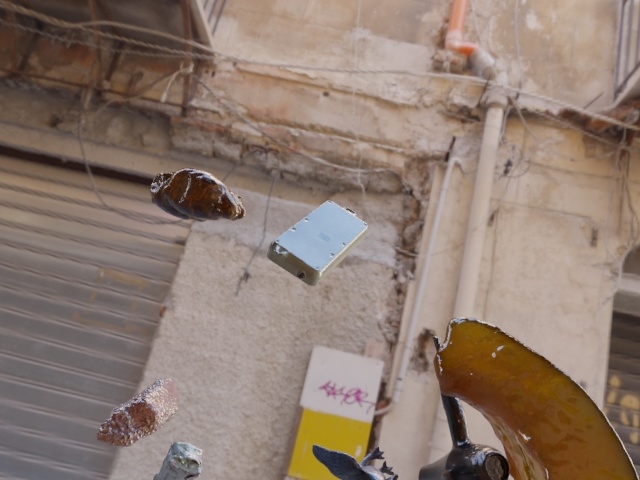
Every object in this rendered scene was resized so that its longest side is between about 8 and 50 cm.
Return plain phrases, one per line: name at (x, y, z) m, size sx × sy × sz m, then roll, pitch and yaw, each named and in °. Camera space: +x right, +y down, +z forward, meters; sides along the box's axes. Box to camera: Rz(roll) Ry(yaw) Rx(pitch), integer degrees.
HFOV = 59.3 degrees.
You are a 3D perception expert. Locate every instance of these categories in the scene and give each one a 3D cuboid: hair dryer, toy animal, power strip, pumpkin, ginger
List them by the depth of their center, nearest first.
pumpkin at (0.137, 0.217, 0.280) m, size 0.095 × 0.291 × 0.258 m, roll -12°, pitch 16°, yaw 9°
power strip at (0.000, 0.000, 1.152) m, size 0.118 × 0.270 × 0.046 m, roll 34°, pitch -54°, yaw 12°
toy animal at (0.088, 0.522, 1.209) m, size 0.239 × 0.176 × 0.255 m, roll 51°, pitch -54°, yaw 5°
hair dryer at (0.284, 0.393, 1.259) m, size 0.120 × 0.360 × 0.304 m, roll -2°, pitch -22°, yaw -17°
ginger at (-0.399, -0.132, 1.876) m, size 0.274 × 0.153 × 0.357 m, roll 34°, pitch -18°, yaw -35°

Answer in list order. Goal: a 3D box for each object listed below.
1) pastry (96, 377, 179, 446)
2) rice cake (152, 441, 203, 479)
pastry at (-0.403, 0.398, 1.327) m, size 0.103 × 0.112 × 0.265 m, roll 47°, pitch 12°, yaw 4°
rice cake at (-0.186, 0.299, 0.717) m, size 0.043 × 0.034 × 0.211 m, roll 19°, pitch -37°, yaw -10°
